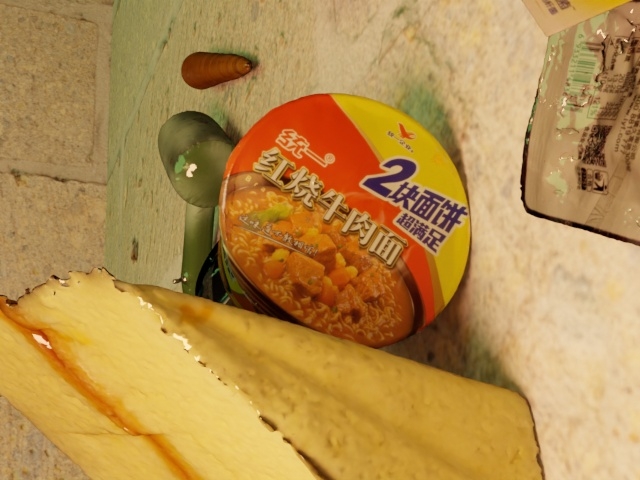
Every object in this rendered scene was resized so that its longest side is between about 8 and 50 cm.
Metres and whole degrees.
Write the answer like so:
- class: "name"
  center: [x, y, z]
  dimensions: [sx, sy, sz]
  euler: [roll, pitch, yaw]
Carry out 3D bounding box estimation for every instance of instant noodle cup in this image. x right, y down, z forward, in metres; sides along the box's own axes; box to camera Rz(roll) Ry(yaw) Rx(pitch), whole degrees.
- class: "instant noodle cup"
  center: [0.000, 0.000, 0.665]
  dimensions: [0.174, 0.213, 0.213]
  euler: [142, 129, -69]

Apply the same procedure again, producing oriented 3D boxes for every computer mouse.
- class: "computer mouse"
  center: [-0.124, 0.076, 1.040]
  dimensions: [0.137, 0.096, 0.233]
  euler: [-121, 41, -54]

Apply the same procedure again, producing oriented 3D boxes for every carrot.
- class: "carrot"
  center: [-0.177, -0.297, 1.281]
  dimensions: [0.336, 0.069, 0.069]
  euler: [17, 101, 63]

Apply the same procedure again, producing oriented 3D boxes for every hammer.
- class: "hammer"
  center: [-0.212, -0.038, 1.265]
  dimensions: [0.206, 0.119, 0.335]
  euler: [-127, 41, -59]

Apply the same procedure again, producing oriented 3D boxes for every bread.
- class: "bread"
  center: [-0.092, 0.175, 0.556]
  dimensions: [0.346, 0.405, 0.242]
  euler: [-32, 45, 52]

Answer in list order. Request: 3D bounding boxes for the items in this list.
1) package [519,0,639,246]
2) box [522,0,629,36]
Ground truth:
- class: "package"
  center: [0.199, -0.063, 0.420]
  dimensions: [0.239, 0.030, 0.154]
  euler: [-143, 62, -62]
- class: "box"
  center: [0.118, -0.252, 0.367]
  dimensions: [0.097, 0.265, 0.168]
  euler: [-45, 16, -18]
